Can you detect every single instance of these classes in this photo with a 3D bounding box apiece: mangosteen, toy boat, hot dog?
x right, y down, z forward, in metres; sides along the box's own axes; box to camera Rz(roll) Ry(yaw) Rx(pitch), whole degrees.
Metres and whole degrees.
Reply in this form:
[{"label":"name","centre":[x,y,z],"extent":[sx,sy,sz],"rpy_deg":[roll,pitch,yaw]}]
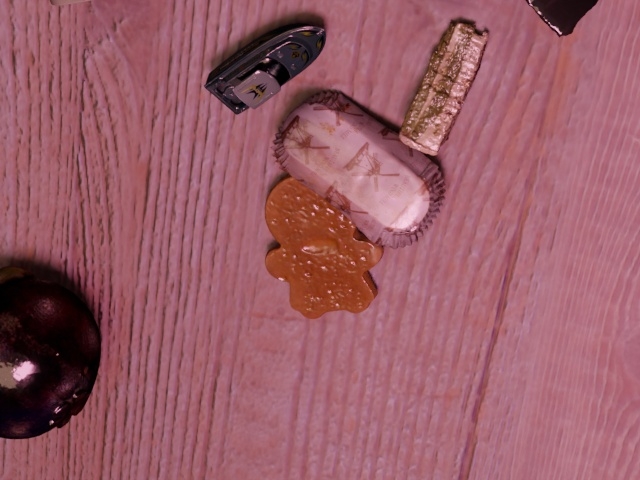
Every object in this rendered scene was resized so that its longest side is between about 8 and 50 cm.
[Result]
[{"label":"mangosteen","centre":[-0.361,0.119,1.894],"extent":[0.230,0.194,0.194],"rpy_deg":[44,127,23]},{"label":"toy boat","centre":[-0.051,-0.182,1.680],"extent":[0.141,0.060,0.055],"rpy_deg":[-31,129,25]},{"label":"hot dog","centre":[0.042,-0.076,1.699],"extent":[0.191,0.059,0.108],"rpy_deg":[38,97,1]}]

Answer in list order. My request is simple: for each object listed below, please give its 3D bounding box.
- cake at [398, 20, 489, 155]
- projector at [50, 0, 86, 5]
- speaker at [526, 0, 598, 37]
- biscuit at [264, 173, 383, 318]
[{"label":"cake","centre":[0.127,-0.157,1.651],"extent":[0.051,0.055,0.140],"rpy_deg":[26,106,5]},{"label":"projector","centre":[-0.096,-0.292,1.509],"extent":[0.259,0.257,0.079],"rpy_deg":[-7,116,22]},{"label":"speaker","centre":[0.318,-0.362,1.373],"extent":[0.180,0.184,0.388],"rpy_deg":[46,122,-10]},{"label":"biscuit","centre":[-0.003,0.003,1.784],"extent":[0.133,0.027,0.184],"rpy_deg":[-19,110,24]}]
